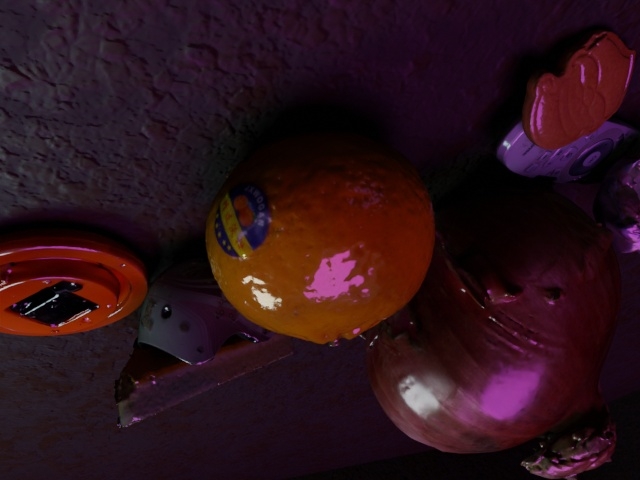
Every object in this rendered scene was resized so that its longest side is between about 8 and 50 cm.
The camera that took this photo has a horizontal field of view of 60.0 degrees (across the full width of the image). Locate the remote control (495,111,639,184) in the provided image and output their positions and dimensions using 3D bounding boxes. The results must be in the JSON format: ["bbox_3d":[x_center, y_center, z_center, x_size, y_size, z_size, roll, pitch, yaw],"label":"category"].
[{"bbox_3d":[0.288,-0.107,0.632,0.256,0.045,0.097,5,136,-37],"label":"remote control"}]

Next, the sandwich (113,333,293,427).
[{"bbox_3d":[-0.138,0.146,0.722,0.211,0.063,0.245,-12,-173,-8],"label":"sandwich"}]

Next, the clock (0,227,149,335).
[{"bbox_3d":[-0.297,0.056,0.616,0.205,0.051,0.205,-11,150,-6],"label":"clock"}]

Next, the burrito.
[{"bbox_3d":[0.409,-0.047,0.697,0.228,0.089,0.144,10,98,-47],"label":"burrito"}]

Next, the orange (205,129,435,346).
[{"bbox_3d":[0.001,-0.002,0.534,0.219,0.193,0.219,-26,162,-9],"label":"orange"}]

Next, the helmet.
[{"bbox_3d":[-0.131,0.071,0.658,0.176,0.108,0.153,-13,-175,-41],"label":"helmet"}]

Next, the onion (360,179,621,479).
[{"bbox_3d":[0.202,0.092,0.684,0.353,0.354,0.354,-12,150,-7],"label":"onion"}]

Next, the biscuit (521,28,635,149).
[{"bbox_3d":[0.249,-0.142,0.531,0.130,0.019,0.102,-31,129,-9],"label":"biscuit"}]
